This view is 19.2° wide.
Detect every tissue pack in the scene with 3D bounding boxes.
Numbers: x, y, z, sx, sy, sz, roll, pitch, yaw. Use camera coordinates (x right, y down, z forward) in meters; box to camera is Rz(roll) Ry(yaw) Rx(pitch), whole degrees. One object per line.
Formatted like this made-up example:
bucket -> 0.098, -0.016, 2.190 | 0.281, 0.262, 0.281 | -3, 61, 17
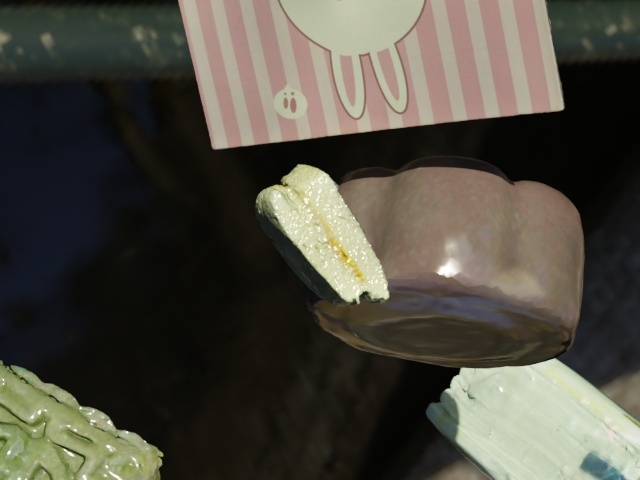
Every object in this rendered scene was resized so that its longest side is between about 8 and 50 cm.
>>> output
tissue pack -> 0.324, 0.275, 2.158 | 0.162, 0.287, 0.388 | -52, 142, 1

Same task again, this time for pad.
pad -> 0.024, -0.175, 1.394 | 0.299, 0.202, 0.005 | -4, -163, 28

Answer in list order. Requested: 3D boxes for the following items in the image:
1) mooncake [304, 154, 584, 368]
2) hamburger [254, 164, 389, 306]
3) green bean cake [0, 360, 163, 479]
mooncake -> 0.105, 0.025, 1.557 | 0.245, 0.133, 0.245 | 8, 156, 4
hamburger -> -0.003, 0.002, 1.398 | 0.054, 0.121, 0.084 | -42, -166, -18
green bean cake -> -0.299, 0.250, 1.726 | 0.255, 0.241, 0.132 | -53, 170, -21
